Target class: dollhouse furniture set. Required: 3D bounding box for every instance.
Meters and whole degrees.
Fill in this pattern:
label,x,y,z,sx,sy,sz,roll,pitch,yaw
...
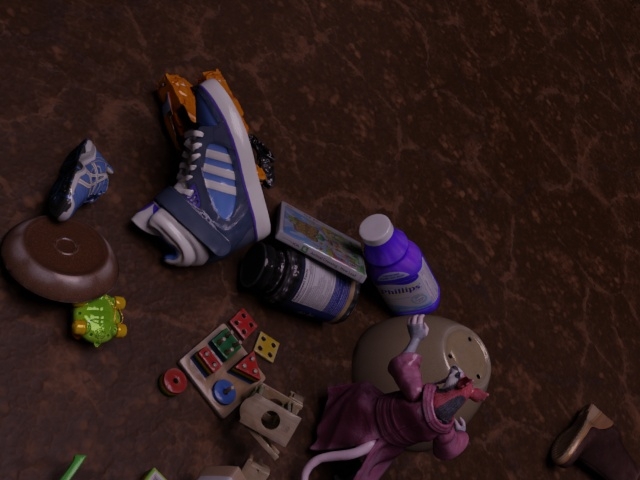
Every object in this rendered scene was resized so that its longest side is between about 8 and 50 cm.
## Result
label,x,y,z,sx,sy,sz,roll,pitch,yaw
dollhouse furniture set,-0.114,0.342,1.789,0.101,0.182,0.161,30,92,-1

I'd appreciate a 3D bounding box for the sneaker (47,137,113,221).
label,x,y,z,sx,sy,sz,roll,pitch,yaw
sneaker,-0.413,-0.099,1.751,0.081,0.080,0.211,43,30,-23

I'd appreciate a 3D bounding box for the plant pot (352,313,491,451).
label,x,y,z,sx,sy,sz,roll,pitch,yaw
plant pot,0.233,0.267,2.036,0.284,0.191,0.284,20,55,-31

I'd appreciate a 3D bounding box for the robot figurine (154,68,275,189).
label,x,y,z,sx,sy,sz,roll,pitch,yaw
robot figurine,-0.209,-0.202,2.002,0.211,0.085,0.291,-15,76,-44

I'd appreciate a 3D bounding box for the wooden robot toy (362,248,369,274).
label,x,y,z,sx,sy,sz,roll,pitch,yaw
wooden robot toy,0.116,0.052,2.150,0.173,0.076,0.079,-21,92,-45

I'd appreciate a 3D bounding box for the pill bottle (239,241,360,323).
label,x,y,z,sx,sy,sz,roll,pitch,yaw
pill bottle,-0.041,0.079,1.957,0.219,0.123,0.122,21,54,-30

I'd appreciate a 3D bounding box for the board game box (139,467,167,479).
label,x,y,z,sx,sy,sz,roll,pitch,yaw
board game box,-0.297,0.491,1.565,0.124,0.039,0.259,48,42,-8

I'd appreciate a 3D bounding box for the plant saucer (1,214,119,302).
label,x,y,z,sx,sy,sz,roll,pitch,yaw
plant saucer,-0.428,0.020,1.673,0.199,0.036,0.198,19,38,-15

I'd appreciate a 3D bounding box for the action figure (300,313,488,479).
label,x,y,z,sx,sy,sz,roll,pitch,yaw
action figure,0.130,0.313,1.790,0.248,0.370,0.276,56,43,-2

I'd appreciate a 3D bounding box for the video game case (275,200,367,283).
label,x,y,z,sx,sy,sz,roll,pitch,yaw
video game case,0.000,0.000,2.001,0.193,0.023,0.212,28,15,-9

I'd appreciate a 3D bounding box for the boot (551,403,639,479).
label,x,y,z,sx,sy,sz,roll,pitch,yaw
boot,0.648,0.512,2.319,0.207,0.090,0.248,55,41,2

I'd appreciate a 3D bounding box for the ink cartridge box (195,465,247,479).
label,x,y,z,sx,sy,sz,roll,pitch,yaw
ink cartridge box,-0.173,0.508,1.591,0.234,0.088,0.193,-48,118,-44

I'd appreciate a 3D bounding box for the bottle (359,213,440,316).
label,x,y,z,sx,sy,sz,roll,pitch,yaw
bottle,0.158,0.054,2.066,0.283,0.118,0.092,58,28,-48

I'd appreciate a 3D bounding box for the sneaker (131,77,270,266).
label,x,y,z,sx,sy,sz,roll,pitch,yaw
sneaker,-0.243,-0.111,1.829,0.236,0.130,0.322,-20,102,-16

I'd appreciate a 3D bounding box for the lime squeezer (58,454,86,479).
label,x,y,z,sx,sy,sz,roll,pitch,yaw
lime squeezer,-0.411,0.467,1.462,0.110,0.059,0.310,15,57,-32

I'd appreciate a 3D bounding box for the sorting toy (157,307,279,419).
label,x,y,z,sx,sy,sz,roll,pitch,yaw
sorting toy,-0.164,0.227,1.822,0.132,0.046,0.274,53,44,-3

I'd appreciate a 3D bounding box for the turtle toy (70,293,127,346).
label,x,y,z,sx,sy,sz,roll,pitch,yaw
turtle toy,-0.381,0.119,1.683,0.095,0.066,0.130,10,60,-33
